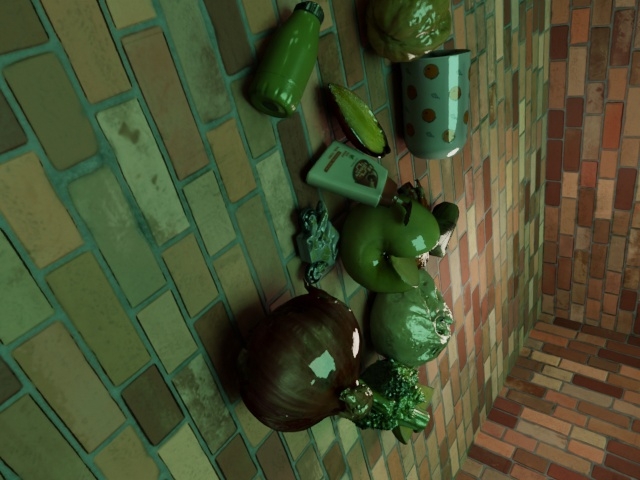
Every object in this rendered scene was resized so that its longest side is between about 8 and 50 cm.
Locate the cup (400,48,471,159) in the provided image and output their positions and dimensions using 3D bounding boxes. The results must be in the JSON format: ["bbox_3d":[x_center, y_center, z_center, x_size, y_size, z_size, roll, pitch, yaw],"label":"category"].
[{"bbox_3d":[0.367,-0.431,1.523,0.212,0.213,0.317,-32,125,-43],"label":"cup"}]

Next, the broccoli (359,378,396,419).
[{"bbox_3d":[0.060,0.438,1.376,0.275,0.199,0.177,43,40,-14],"label":"broccoli"}]

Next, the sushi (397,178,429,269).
[{"bbox_3d":[0.294,-0.039,1.580,0.124,0.130,0.331,36,51,-55],"label":"sushi"}]

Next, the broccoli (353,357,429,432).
[{"bbox_3d":[0.217,0.501,1.530,0.288,0.260,0.235,-84,174,-76],"label":"broccoli"}]

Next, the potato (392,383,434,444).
[{"bbox_3d":[0.318,0.597,1.844,0.269,0.112,0.255,-51,132,-35],"label":"potato"}]

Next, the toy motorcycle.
[{"bbox_3d":[0.000,0.000,1.293,0.152,0.073,0.224,-33,126,-44],"label":"toy motorcycle"}]

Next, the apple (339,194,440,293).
[{"bbox_3d":[0.199,0.005,1.376,0.254,0.292,0.291,-70,154,-61],"label":"apple"}]

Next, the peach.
[{"bbox_3d":[0.088,-0.312,1.278,0.279,0.068,0.188,37,36,-36],"label":"peach"}]

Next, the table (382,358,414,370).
[{"bbox_3d":[0.277,0.480,1.735,0.133,0.134,0.043,-38,127,-40],"label":"table"}]

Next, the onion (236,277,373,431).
[{"bbox_3d":[-0.044,0.278,1.144,0.354,0.354,0.353,-19,115,-48],"label":"onion"}]

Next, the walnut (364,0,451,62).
[{"bbox_3d":[0.246,-0.618,1.307,0.257,0.257,0.224,-55,170,-26],"label":"walnut"}]

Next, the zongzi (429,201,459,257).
[{"bbox_3d":[0.424,-0.075,1.780,0.242,0.112,0.220,38,72,-49],"label":"zongzi"}]

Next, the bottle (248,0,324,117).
[{"bbox_3d":[-0.066,-0.408,1.058,0.112,0.112,0.260,34,73,-51],"label":"bottle"}]

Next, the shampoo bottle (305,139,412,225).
[{"bbox_3d":[0.120,-0.145,1.245,0.153,0.284,0.071,-57,171,-29],"label":"shampoo bottle"}]

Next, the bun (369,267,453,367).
[{"bbox_3d":[0.318,0.268,1.654,0.326,0.235,0.361,-4,97,-46],"label":"bun"}]
